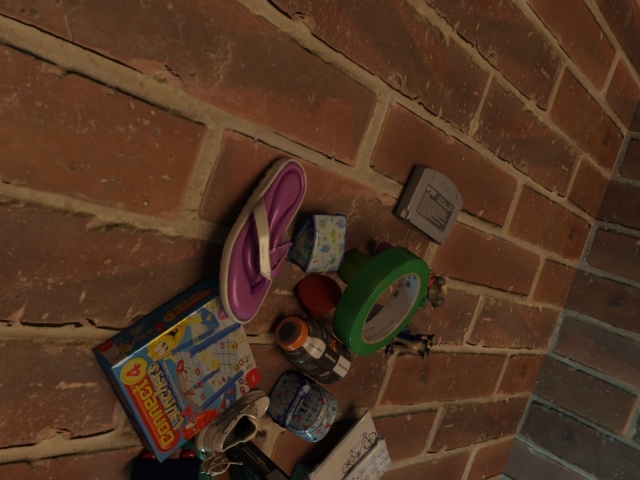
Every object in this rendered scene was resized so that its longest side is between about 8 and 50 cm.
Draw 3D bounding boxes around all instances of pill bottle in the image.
[{"bbox_3d":[-0.025,0.295,1.551,0.130,0.130,0.245,-57,138,-12],"label":"pill bottle"},{"bbox_3d":[0.156,0.267,1.768,0.078,0.078,0.137,5,102,-47],"label":"pill bottle"}]

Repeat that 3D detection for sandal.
[{"bbox_3d":[-0.114,-0.014,1.285,0.169,0.102,0.416,40,60,-47],"label":"sandal"}]

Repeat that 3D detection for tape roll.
[{"bbox_3d":[0.173,0.171,1.585,0.321,0.077,0.321,-32,142,-29],"label":"tape roll"}]

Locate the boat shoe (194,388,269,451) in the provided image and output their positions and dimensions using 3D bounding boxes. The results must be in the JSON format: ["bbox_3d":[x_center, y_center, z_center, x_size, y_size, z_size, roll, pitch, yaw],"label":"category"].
[{"bbox_3d":[-0.197,0.463,1.430,0.277,0.096,0.098,-20,117,-61],"label":"boat shoe"}]

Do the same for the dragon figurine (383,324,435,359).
[{"bbox_3d":[0.311,0.347,1.958,0.289,0.144,0.085,-6,110,-66],"label":"dragon figurine"}]

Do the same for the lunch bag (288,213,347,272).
[{"bbox_3d":[0.000,0.000,1.480,0.129,0.096,0.151,-2,117,-46],"label":"lunch bag"}]

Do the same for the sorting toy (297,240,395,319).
[{"bbox_3d":[0.080,0.127,1.632,0.366,0.127,0.126,-29,149,-33],"label":"sorting toy"}]

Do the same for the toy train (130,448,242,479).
[{"bbox_3d":[-0.307,0.572,1.326,0.248,0.105,0.143,1,125,-6],"label":"toy train"}]

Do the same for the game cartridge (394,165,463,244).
[{"bbox_3d":[0.361,-0.119,1.842,0.297,0.062,0.198,29,81,-48],"label":"game cartridge"}]

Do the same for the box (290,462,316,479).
[{"bbox_3d":[-0.008,0.788,1.829,0.244,0.060,0.100,34,81,-48],"label":"box"}]

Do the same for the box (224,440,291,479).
[{"bbox_3d":[-0.158,0.633,1.476,0.059,0.233,0.183,-23,122,-35],"label":"box"}]

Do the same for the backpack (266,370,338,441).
[{"bbox_3d":[-0.046,0.463,1.567,0.158,0.173,0.117,-56,137,-12],"label":"backpack"}]

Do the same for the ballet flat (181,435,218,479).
[{"bbox_3d":[-0.301,0.532,1.424,0.070,0.070,0.188,-32,129,-34],"label":"ballet flat"}]

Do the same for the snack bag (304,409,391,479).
[{"bbox_3d":[0.105,0.758,1.864,0.323,0.037,0.342,-40,131,-29],"label":"snack bag"}]

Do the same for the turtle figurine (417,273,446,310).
[{"bbox_3d":[0.354,0.169,1.915,0.234,0.118,0.175,13,96,-54],"label":"turtle figurine"}]

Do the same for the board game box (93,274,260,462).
[{"bbox_3d":[-0.306,0.288,1.286,0.302,0.086,0.308,-36,129,-32],"label":"board game box"}]
